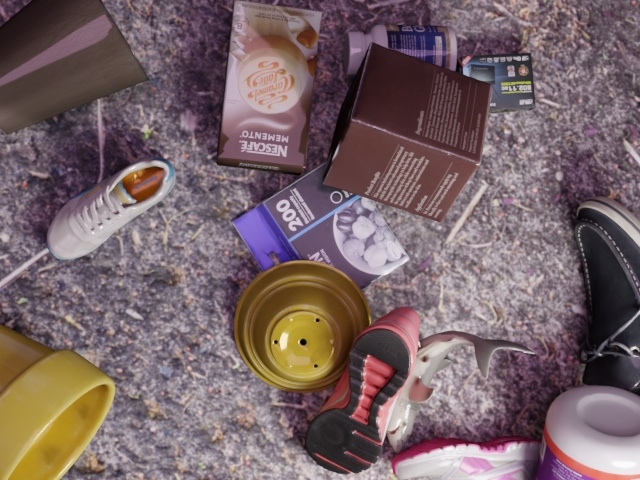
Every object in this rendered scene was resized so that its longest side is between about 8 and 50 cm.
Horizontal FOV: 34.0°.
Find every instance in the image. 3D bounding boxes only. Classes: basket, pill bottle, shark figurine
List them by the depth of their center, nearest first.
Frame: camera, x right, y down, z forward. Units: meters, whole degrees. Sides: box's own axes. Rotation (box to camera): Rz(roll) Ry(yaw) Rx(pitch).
[{"bbox_3d":[-0.406,-0.270,1.568,0.227,0.154,0.204,-33,94,-4],"label":"basket"},{"bbox_3d":[0.411,0.392,1.580,0.182,0.181,0.323,-1,119,-8],"label":"pill bottle"},{"bbox_3d":[0.189,0.192,1.634,0.116,0.278,0.166,5,51,-44],"label":"shark figurine"},{"bbox_3d":[0.125,-0.296,1.663,0.169,0.094,0.094,0,87,-8],"label":"pill bottle"}]

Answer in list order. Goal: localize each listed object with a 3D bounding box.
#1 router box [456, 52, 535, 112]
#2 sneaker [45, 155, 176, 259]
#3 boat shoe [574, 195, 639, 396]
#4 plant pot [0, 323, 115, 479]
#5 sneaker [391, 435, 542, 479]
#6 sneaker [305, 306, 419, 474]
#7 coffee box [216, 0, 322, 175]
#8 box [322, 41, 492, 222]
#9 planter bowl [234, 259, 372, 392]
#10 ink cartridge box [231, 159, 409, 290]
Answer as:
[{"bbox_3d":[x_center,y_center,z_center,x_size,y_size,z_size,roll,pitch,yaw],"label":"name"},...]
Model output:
[{"bbox_3d":[0.286,-0.256,1.711,0.122,0.038,0.092,-5,89,-8],"label":"router box"},{"bbox_3d":[-0.323,-0.055,1.593,0.229,0.092,0.087,-38,94,-6],"label":"sneaker"},{"bbox_3d":[0.493,0.175,1.649,0.156,0.187,0.500,-20,95,-14],"label":"boat shoe"},{"bbox_3d":[-0.466,0.231,1.496,0.239,0.254,0.254,36,83,10],"label":"plant pot"},{"bbox_3d":[0.237,0.369,1.643,0.252,0.103,0.111,0,86,-7],"label":"sneaker"},{"bbox_3d":[0.081,0.231,1.595,0.116,0.136,0.314,31,123,8],"label":"sneaker"},{"bbox_3d":[-0.081,-0.234,1.630,0.141,0.098,0.246,6,87,-7],"label":"coffee box"},{"bbox_3d":[0.132,-0.162,1.594,0.203,0.168,0.167,19,56,-6],"label":"box"},{"bbox_3d":[-0.027,0.145,1.599,0.217,0.090,0.217,0,102,-1],"label":"planter bowl"},{"bbox_3d":[0.000,0.000,1.659,0.208,0.045,0.206,-34,92,-7],"label":"ink cartridge box"}]
